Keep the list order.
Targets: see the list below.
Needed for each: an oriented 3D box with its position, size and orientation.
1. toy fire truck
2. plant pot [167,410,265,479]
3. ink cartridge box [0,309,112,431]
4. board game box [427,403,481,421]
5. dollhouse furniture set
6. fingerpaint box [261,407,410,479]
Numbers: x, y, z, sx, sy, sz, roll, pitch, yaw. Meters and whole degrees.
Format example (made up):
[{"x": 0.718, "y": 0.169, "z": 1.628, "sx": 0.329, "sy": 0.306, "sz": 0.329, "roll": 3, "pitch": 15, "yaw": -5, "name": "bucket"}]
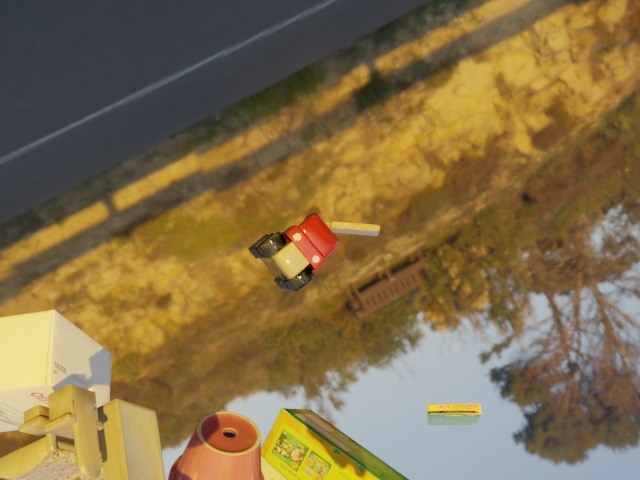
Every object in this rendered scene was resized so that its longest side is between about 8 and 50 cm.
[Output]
[{"x": 0.000, "y": 0.000, "z": 1.752, "sx": 0.246, "sy": 0.158, "sz": 0.217, "roll": -40, "pitch": -173, "yaw": -10, "name": "toy fire truck"}, {"x": -0.200, "y": 0.453, "z": 1.675, "sx": 0.201, "sy": 0.201, "sz": 0.180, "roll": -31, "pitch": 141, "yaw": -54, "name": "plant pot"}, {"x": -0.674, "y": 0.287, "z": 1.737, "sx": 0.395, "sy": 0.166, "sz": 0.285, "roll": -8, "pitch": 153, "yaw": 9, "name": "ink cartridge box"}, {"x": 0.324, "y": 0.426, "z": 2.038, "sx": 0.124, "sy": 0.039, "sz": 0.259, "roll": -2, "pitch": 165, "yaw": 7, "name": "board game box"}, {"x": -0.449, "y": 0.419, "z": 1.410, "sx": 0.356, "sy": 0.173, "sz": 0.303, "roll": -27, "pitch": 147, "yaw": 17, "name": "dollhouse furniture set"}, {"x": 0.021, "y": 0.681, "z": 2.016, "sx": 0.163, "sy": 0.445, "sz": 0.371, "roll": 22, "pitch": 95, "yaw": -59, "name": "fingerpaint box"}]
